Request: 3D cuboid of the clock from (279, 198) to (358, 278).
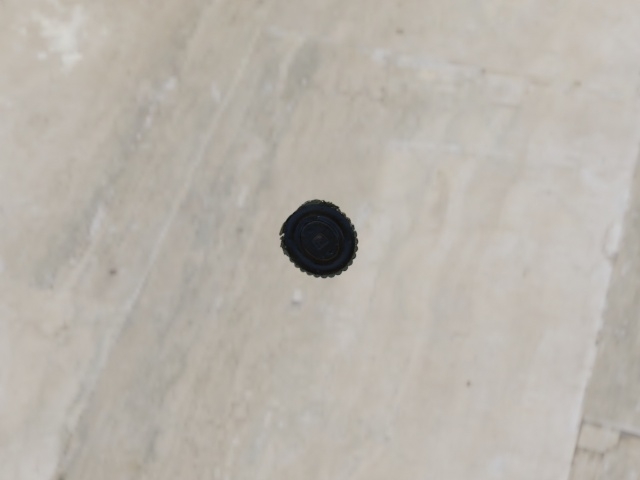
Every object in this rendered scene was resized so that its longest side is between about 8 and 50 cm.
[{"bbox_3d":[0.000,0.000,1.723,0.074,0.083,0.010,-42,15,2],"label":"clock"}]
